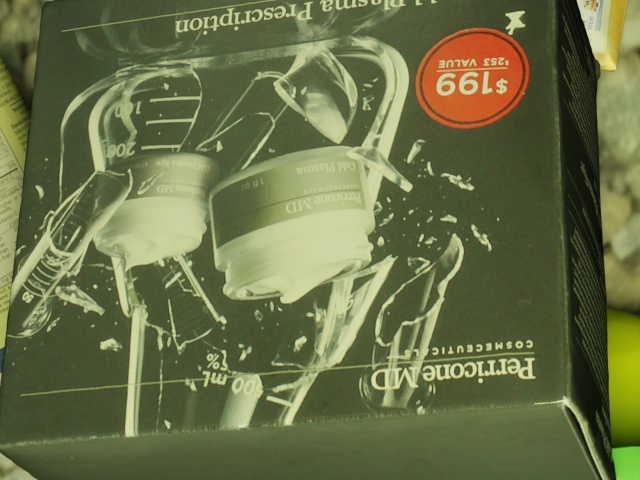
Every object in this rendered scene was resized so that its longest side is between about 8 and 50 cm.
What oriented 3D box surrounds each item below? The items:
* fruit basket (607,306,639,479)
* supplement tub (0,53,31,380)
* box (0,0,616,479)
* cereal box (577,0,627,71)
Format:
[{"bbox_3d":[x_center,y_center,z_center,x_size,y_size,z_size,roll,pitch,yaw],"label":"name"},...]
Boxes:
[{"bbox_3d":[0.260,0.184,1.228,0.283,0.392,0.392,-4,102,1],"label":"fruit basket"},{"bbox_3d":[-0.303,-0.029,1.199,0.235,0.235,0.325,-25,100,5],"label":"supplement tub"},{"bbox_3d":[0.000,0.000,1.076,0.343,0.179,0.313,-7,64,16],"label":"box"},{"bbox_3d":[0.109,-0.224,1.250,0.240,0.047,0.173,9,99,0],"label":"cereal box"}]
